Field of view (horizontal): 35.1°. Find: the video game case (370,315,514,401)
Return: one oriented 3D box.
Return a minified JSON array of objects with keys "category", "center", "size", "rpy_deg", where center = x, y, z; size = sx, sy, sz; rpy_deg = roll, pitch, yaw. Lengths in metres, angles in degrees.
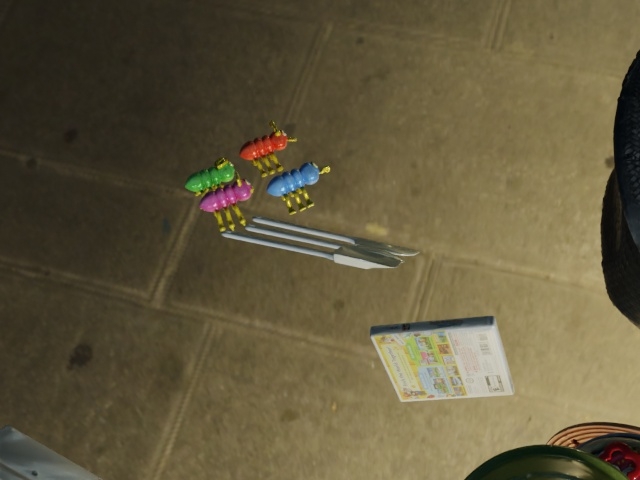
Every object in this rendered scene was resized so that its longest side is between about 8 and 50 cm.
[{"category":"video game case","center":[0.210,0.204,1.717],"size":[0.206,0.227,0.026],"rpy_deg":[-6,52,16]}]

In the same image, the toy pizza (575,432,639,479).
[{"category":"toy pizza","center":[0.372,0.335,1.241],"size":[0.201,0.032,0.201],"rpy_deg":[-10,67,23]}]

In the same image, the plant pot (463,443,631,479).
[{"category":"plant pot","center":[0.076,0.117,0.337],"size":[0.083,0.079,0.083],"rpy_deg":[0,91,13]}]

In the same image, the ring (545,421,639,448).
[{"category":"ring","center":[0.527,0.399,1.650],"size":[0.336,0.337,0.032],"rpy_deg":[22,53,16]}]

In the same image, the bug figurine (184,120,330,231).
[{"category":"bug figurine","center":[-0.113,-0.110,1.690],"size":[0.216,0.072,0.279],"rpy_deg":[-25,27,-8]}]

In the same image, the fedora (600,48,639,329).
[{"category":"fedora","center":[0.324,-0.025,0.794],"size":[0.333,0.152,0.334],"rpy_deg":[9,67,-21]}]

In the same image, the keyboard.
[{"category":"keyboard","center":[-0.207,0.255,0.954],"size":[0.256,0.014,0.072],"rpy_deg":[29,23,3]}]

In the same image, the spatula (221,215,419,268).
[{"category":"spatula","center":[0.000,0.000,1.344],"size":[0.241,0.168,0.019],"rpy_deg":[13,104,15]}]
